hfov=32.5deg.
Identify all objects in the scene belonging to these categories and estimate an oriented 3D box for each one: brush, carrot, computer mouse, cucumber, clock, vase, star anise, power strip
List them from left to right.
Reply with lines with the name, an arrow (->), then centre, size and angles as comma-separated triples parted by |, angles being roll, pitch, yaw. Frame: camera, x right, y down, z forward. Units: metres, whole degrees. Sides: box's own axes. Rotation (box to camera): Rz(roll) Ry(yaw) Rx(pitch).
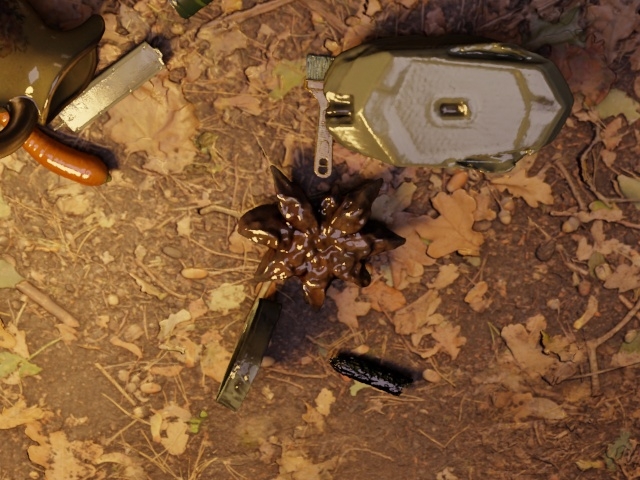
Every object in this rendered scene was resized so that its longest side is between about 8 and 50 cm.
vase -> -0.543, -0.272, 1.810 | 0.302, 0.329, 0.241 | 20, 153, -12
carrot -> -0.504, -0.172, 2.001 | 0.271, 0.062, 0.066 | 30, 146, -9
power strip -> -0.381, -0.270, 1.964 | 0.252, 0.027, 0.060 | -33, 113, 16
clock -> -0.138, 0.216, 2.097 | 0.049, 0.226, 0.226 | 23, 115, -6
star anise -> 0.002, -0.017, 2.043 | 0.315, 0.108, 0.315 | 1, 120, 2
brush -> 0.009, -0.220, 1.962 | 0.082, 0.010, 0.218 | 4, 100, 0
cucumber -> 0.100, 0.270, 2.221 | 0.181, 0.053, 0.053 | 21, 115, -7
computer mouse -> 0.220, -0.247, 1.908 | 0.429, 0.145, 0.228 | 1, 116, 10

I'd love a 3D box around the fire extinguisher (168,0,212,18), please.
fire extinguisher -> -0.132, -0.487, 1.815 | 0.294, 0.118, 0.093 | -32, 146, 16
